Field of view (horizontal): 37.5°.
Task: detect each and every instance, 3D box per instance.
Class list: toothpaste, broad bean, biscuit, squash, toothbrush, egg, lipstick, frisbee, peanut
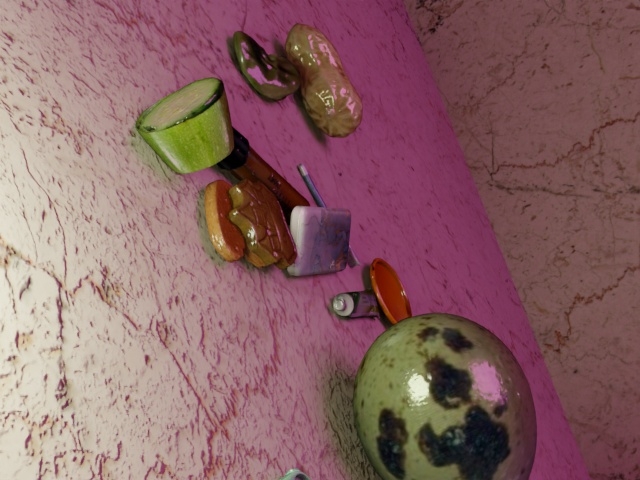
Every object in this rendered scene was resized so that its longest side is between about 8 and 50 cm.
[{"bbox_3d":[0.082,0.142,2.102,0.248,0.046,0.078,6,64,-68],"label":"toothpaste"},{"bbox_3d":[-0.135,-0.405,2.218,0.206,0.072,0.153,26,39,-40],"label":"broad bean"},{"bbox_3d":[-0.109,-0.036,1.779,0.215,0.034,0.182,16,51,-67],"label":"biscuit"},{"bbox_3d":[-0.227,-0.194,1.636,0.170,0.170,0.123,-79,152,-58],"label":"squash"},{"bbox_3d":[0.017,-0.057,2.214,0.276,0.025,0.019,60,16,-3],"label":"toothbrush"},{"bbox_3d":[0.243,0.347,1.826,0.345,0.344,0.428,-56,130,-66],"label":"egg"},{"bbox_3d":[-0.140,-0.143,1.873,0.418,0.077,0.077,42,30,-45],"label":"lipstick"},{"bbox_3d":[0.165,0.135,2.305,0.192,0.035,0.192,47,27,-34],"label":"frisbee"},{"bbox_3d":[0.001,-0.412,2.431,0.153,0.140,0.325,-18,80,-52],"label":"peanut"},{"bbox_3d":[-0.152,-0.013,1.743,0.192,0.036,0.186,43,26,-45],"label":"biscuit"}]

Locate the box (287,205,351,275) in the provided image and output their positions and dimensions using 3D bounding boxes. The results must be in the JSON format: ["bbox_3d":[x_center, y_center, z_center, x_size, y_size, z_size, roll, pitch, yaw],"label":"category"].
[{"bbox_3d":[0.000,0.000,2.003,0.285,0.044,0.142,-2,96,-67],"label":"box"}]

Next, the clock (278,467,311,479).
[{"bbox_3d":[-0.036,0.418,1.513,0.101,0.041,0.135,63,20,0],"label":"clock"}]
